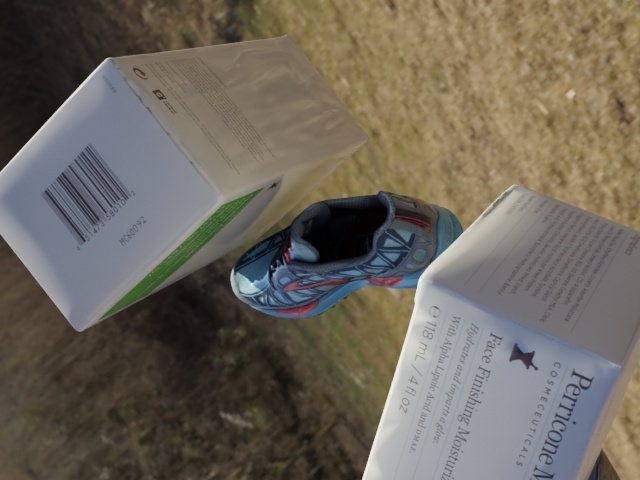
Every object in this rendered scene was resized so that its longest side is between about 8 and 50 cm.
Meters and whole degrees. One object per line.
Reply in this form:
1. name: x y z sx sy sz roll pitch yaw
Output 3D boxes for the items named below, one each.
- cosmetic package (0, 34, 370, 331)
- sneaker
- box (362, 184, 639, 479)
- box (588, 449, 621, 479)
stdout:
1. cosmetic package: -0.119 -0.073 1.049 0.197 0.365 0.155 -41 85 25
2. sneaker: 0.000 0.000 1.068 0.262 0.104 0.125 -17 151 35
3. box: 0.122 0.088 0.681 0.119 0.182 0.181 23 118 18
4. box: 0.204 0.273 0.914 0.093 0.156 0.158 -7 140 28
